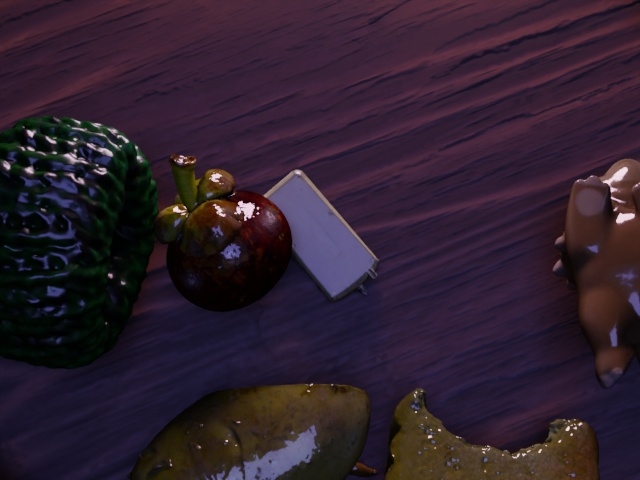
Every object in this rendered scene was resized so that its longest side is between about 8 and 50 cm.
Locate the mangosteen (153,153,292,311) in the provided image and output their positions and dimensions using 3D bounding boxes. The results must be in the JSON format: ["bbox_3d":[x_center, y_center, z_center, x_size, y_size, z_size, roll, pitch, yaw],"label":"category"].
[{"bbox_3d":[-0.124,-0.002,1.552,0.181,0.156,0.146,34,75,-27],"label":"mangosteen"}]

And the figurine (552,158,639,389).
[{"bbox_3d":[0.356,0.035,1.543,0.177,0.173,0.247,-24,69,9],"label":"figurine"}]

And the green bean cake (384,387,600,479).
[{"bbox_3d":[0.181,0.296,1.530,0.236,0.124,0.233,11,62,1],"label":"green bean cake"}]

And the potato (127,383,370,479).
[{"bbox_3d":[-0.077,0.245,1.539,0.298,0.141,0.176,-25,72,-1],"label":"potato"}]

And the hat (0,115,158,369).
[{"bbox_3d":[-0.366,-0.011,1.535,0.332,0.242,0.274,8,68,14],"label":"hat"}]

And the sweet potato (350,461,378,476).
[{"bbox_3d":[0.010,0.262,1.599,0.115,0.026,0.026,5,85,1],"label":"sweet potato"}]

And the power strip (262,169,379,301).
[{"bbox_3d":[0.000,0.000,1.622,0.076,0.028,0.169,-39,84,-3],"label":"power strip"}]
